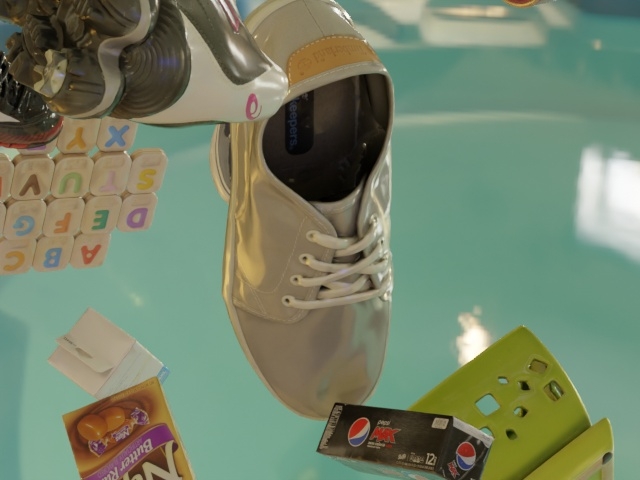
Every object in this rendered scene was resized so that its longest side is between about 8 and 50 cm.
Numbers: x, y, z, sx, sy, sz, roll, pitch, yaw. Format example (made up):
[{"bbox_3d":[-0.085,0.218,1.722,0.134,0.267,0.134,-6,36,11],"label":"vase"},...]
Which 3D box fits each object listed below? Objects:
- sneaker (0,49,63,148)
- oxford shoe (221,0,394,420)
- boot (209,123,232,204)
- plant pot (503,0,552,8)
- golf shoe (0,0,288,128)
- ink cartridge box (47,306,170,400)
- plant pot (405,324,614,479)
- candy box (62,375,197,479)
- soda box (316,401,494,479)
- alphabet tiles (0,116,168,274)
[{"bbox_3d":[-0.402,-0.187,1.528,0.276,0.098,0.135,28,-26,-38],"label":"sneaker"},{"bbox_3d":[0.000,0.000,1.197,0.169,0.449,0.130,-17,36,-20],"label":"oxford shoe"},{"bbox_3d":[-0.071,-0.134,1.422,0.069,0.190,0.086,10,-19,-26],"label":"boot"},{"bbox_3d":[0.312,-0.402,1.739,0.180,0.201,0.201,-31,40,-25],"label":"plant pot"},{"bbox_3d":[-0.116,-0.140,0.706,0.120,0.105,0.273,14,31,-37],"label":"golf shoe"},{"bbox_3d":[-0.276,0.161,1.707,0.092,0.143,0.090,31,77,25],"label":"ink cartridge box"},{"bbox_3d":[0.249,0.287,1.685,0.227,0.228,0.207,-34,52,-17],"label":"plant pot"},{"bbox_3d":[-0.185,0.243,1.344,0.109,0.053,0.187,-23,56,-5],"label":"candy box"},{"bbox_3d":[0.075,0.187,1.197,0.060,0.053,0.169,31,-19,-33],"label":"soda box"},{"bbox_3d":[-0.350,-0.063,1.811,0.284,0.278,0.021,-5,42,-33],"label":"alphabet tiles"}]
